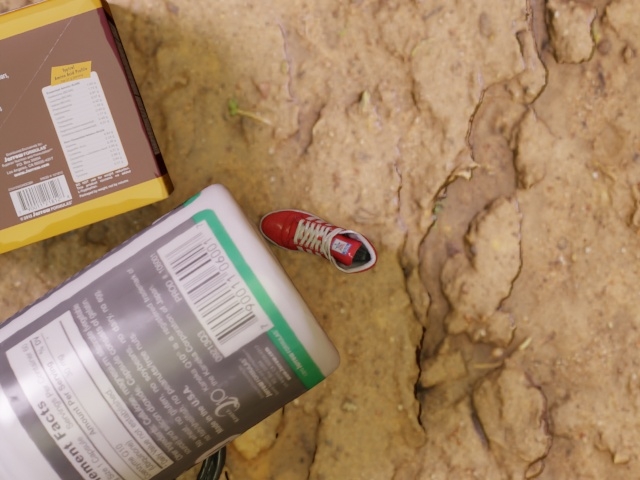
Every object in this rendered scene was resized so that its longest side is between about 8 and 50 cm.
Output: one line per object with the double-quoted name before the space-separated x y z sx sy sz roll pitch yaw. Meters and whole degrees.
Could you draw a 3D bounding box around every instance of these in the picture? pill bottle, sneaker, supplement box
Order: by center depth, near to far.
"pill bottle" -0.182 0.126 1.097 0.361 0.204 0.204 -33 97 -1
"supplement box" -0.255 -0.103 1.109 0.191 0.129 0.194 -19 96 -3
"sneaker" 0.000 0.000 1.171 0.118 0.067 0.042 16 94 -6

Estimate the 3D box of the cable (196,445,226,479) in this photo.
"cable" -0.131 0.310 1.206 0.139 0.072 0.287 -11 83 13
